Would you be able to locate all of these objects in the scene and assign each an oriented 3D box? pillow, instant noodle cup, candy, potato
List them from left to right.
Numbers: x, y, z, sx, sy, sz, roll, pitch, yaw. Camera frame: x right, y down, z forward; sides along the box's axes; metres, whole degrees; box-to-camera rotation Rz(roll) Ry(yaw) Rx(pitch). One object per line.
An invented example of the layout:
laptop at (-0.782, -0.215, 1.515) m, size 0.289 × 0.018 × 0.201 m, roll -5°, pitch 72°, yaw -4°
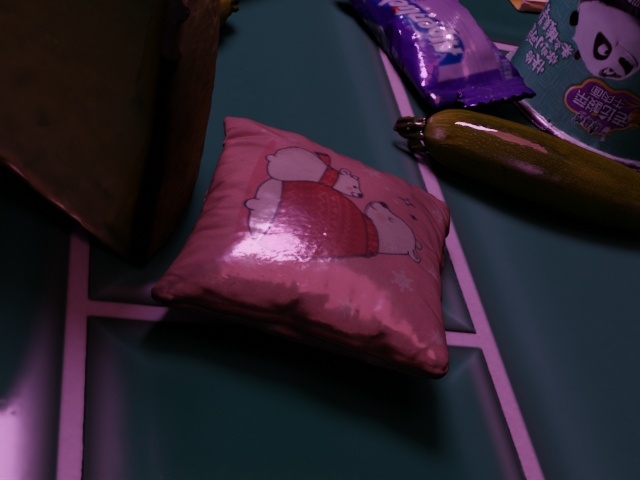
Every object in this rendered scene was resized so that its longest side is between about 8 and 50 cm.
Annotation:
potato at (-0.178, -0.206, 0.728) m, size 0.330 × 0.280 × 0.213 m, roll 35°, pitch 39°, yaw -2°
pillow at (0.000, 0.000, 0.764) m, size 0.223 × 0.084 × 0.236 m, roll 16°, pitch 38°, yaw -4°
candy at (0.126, -0.244, 1.106) m, size 0.145 × 0.070 × 0.275 m, roll -13°, pitch 55°, yaw -26°
instant noodle cup at (0.359, -0.230, 1.096) m, size 0.251 × 0.190 × 0.251 m, roll 13°, pitch 41°, yaw -11°

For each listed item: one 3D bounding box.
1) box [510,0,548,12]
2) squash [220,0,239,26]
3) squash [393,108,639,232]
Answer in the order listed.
box at (0.279, -0.367, 1.347) m, size 0.073 × 0.020 × 0.149 m, roll -2°, pitch 45°, yaw -25°
squash at (-0.180, -0.224, 0.949) m, size 0.258 × 0.069 × 0.069 m, roll -17°, pitch 53°, yaw -36°
squash at (0.228, -0.070, 0.952) m, size 0.318 × 0.071 × 0.080 m, roll 17°, pitch 39°, yaw -6°
